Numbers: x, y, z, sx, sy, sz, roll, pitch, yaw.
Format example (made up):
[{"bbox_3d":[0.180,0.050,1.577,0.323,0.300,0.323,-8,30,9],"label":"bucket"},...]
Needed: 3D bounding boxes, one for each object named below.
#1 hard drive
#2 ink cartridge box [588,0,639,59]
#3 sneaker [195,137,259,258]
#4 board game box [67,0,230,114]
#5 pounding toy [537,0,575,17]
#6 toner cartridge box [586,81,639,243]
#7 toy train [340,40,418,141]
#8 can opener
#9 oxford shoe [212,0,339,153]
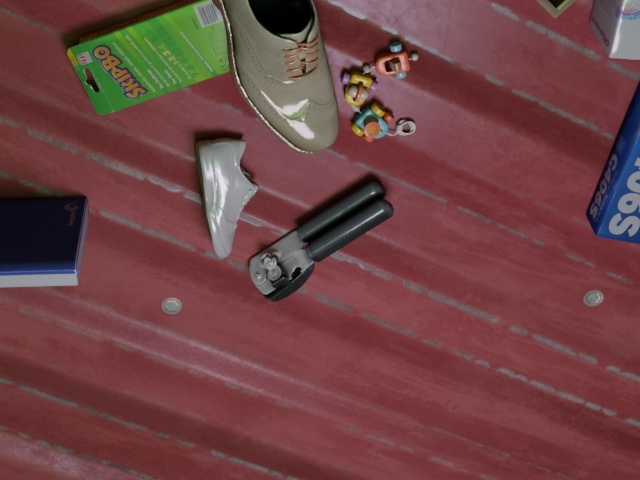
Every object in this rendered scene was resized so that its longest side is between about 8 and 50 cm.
[{"bbox_3d":[-0.531,0.003,1.989,0.318,0.210,0.040,-1,123,-4],"label":"hard drive"},{"bbox_3d":[0.486,-0.368,1.879,0.127,0.128,0.176,3,124,-7],"label":"ink cartridge box"},{"bbox_3d":[-0.144,-0.067,2.062,0.094,0.080,0.212,-11,123,-12],"label":"sneaker"},{"bbox_3d":[-0.242,-0.285,1.930,0.259,0.039,0.124,-20,122,5],"label":"board game box"},{"bbox_3d":[0.347,-0.462,1.826,0.181,0.094,0.206,38,113,-26],"label":"pounding toy"},{"bbox_3d":[0.569,-0.154,2.058,0.165,0.075,0.348,8,122,-11],"label":"toner cartridge box"},{"bbox_3d":[0.098,-0.223,1.991,0.125,0.046,0.166,-9,123,1],"label":"toy train"},{"bbox_3d":[0.000,0.000,2.126,0.280,0.074,0.093,-35,154,19],"label":"can opener"},{"bbox_3d":[-0.058,-0.279,1.863,0.140,0.146,0.397,-35,124,-12],"label":"oxford shoe"}]
